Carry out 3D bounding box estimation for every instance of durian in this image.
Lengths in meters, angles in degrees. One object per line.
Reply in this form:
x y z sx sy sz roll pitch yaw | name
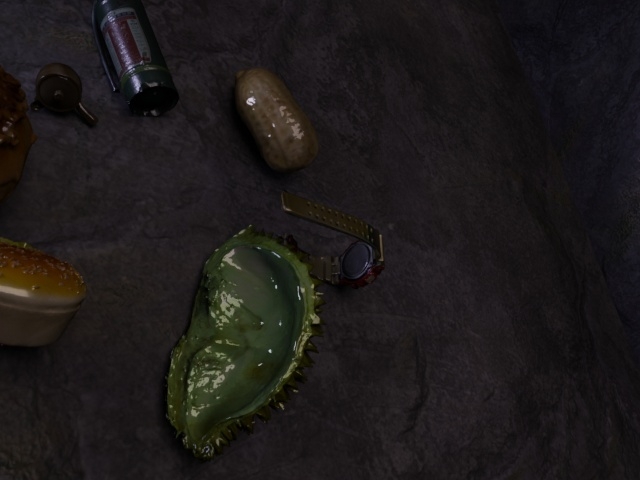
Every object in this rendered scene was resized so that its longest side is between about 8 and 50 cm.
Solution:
-0.108 0.141 0.823 0.198 0.163 0.394 32 54 -18 | durian

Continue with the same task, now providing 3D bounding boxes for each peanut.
-0.098 -0.249 1.092 0.122 0.137 0.253 -33 86 -1 | peanut

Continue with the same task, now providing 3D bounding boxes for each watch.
0.002 0.005 0.980 0.268 0.165 0.102 22 51 -32 | watch

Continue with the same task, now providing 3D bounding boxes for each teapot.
-0.415 -0.229 0.872 0.110 0.085 0.080 50 11 -45 | teapot

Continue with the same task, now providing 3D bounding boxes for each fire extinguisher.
-0.351 -0.373 0.976 0.294 0.118 0.093 66 11 13 | fire extinguisher

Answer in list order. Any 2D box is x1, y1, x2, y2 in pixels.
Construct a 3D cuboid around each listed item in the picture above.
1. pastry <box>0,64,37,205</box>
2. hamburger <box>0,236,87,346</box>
-0.498 -0.165 0.635 0.284 0.184 0.316 -2 55 -39 | pastry
-0.392 0.052 0.634 0.210 0.173 0.116 21 82 -26 | hamburger
